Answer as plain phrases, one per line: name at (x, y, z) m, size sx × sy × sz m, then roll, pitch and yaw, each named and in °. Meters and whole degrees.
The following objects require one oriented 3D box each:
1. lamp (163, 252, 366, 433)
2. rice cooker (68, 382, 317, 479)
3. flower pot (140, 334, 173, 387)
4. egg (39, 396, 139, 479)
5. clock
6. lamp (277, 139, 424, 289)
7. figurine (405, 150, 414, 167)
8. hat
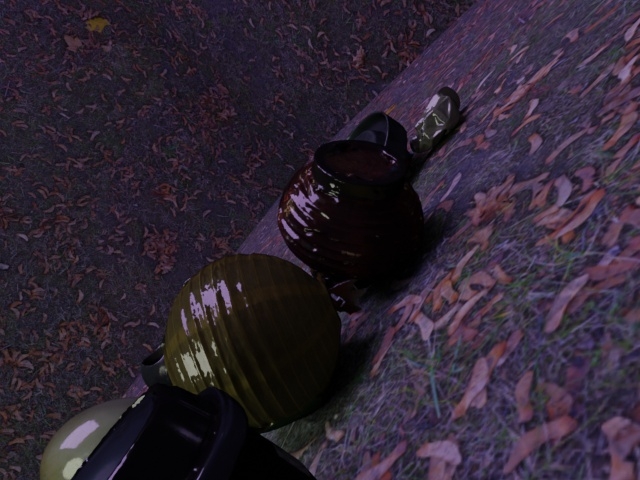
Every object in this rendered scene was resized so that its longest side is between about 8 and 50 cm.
lamp at (-0.070, 0.123, 0.754) m, size 0.285 × 0.250 × 0.250 m, roll -27°, pitch 12°, yaw 1°
rice cooker at (-0.113, 0.262, 0.454) m, size 0.267 × 0.224 × 0.267 m, roll -49°, pitch 9°, yaw 11°
flower pot at (-0.406, 0.345, 1.547) m, size 0.189 × 0.157 × 0.243 m, roll -50°, pitch 9°, yaw -10°
egg at (-0.460, 0.460, 1.200) m, size 0.295 × 0.218 × 0.218 m, roll -40°, pitch 10°, yaw -6°
clock at (0.091, -0.151, 1.281) m, size 0.312 × 0.062 × 0.312 m, roll -52°, pitch 24°, yaw 34°
lamp at (0.049, -0.033, 0.873) m, size 0.247 × 0.247 × 0.247 m, roll -47°, pitch 11°, yaw 12°
figurine at (0.160, -0.179, 1.324) m, size 0.140 × 0.068 × 0.075 m, roll -34°, pitch 21°, yaw 49°
hat at (0.271, -0.264, 1.216) m, size 0.166 × 0.081 × 0.122 m, roll -39°, pitch -39°, yaw -43°
